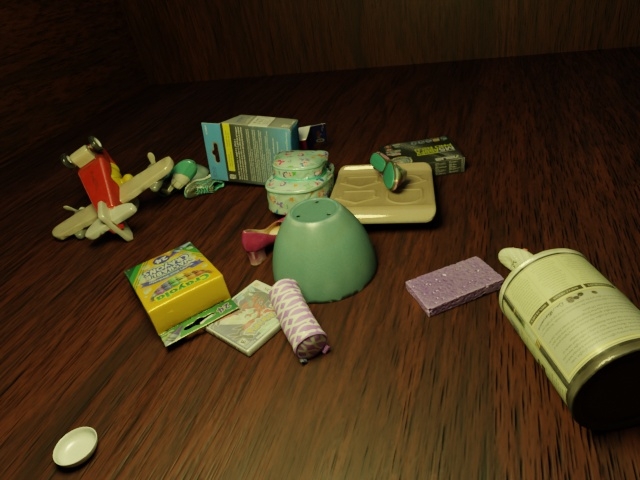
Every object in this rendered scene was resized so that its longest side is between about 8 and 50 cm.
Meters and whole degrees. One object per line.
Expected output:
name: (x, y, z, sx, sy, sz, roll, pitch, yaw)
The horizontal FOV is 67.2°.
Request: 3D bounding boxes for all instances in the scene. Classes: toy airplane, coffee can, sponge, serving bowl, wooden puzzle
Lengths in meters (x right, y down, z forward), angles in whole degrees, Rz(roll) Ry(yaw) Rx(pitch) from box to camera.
toy airplane: (-0.731, -0.150, 1.711, 0.386, 0.272, 0.384, 12, 76, 17)
coffee can: (0.485, 0.170, 0.889, 0.202, 0.201, 0.275, -11, 33, -1)
sponge: (0.328, 0.109, 1.184, 0.210, 0.031, 0.117, -19, 34, -12)
serving bowl: (-0.480, 0.413, 0.954, 0.083, 0.027, 0.083, -7, 34, 5)
wooden puzzle: (0.198, -0.140, 1.541, 0.322, 0.080, 0.348, -1, 33, 11)

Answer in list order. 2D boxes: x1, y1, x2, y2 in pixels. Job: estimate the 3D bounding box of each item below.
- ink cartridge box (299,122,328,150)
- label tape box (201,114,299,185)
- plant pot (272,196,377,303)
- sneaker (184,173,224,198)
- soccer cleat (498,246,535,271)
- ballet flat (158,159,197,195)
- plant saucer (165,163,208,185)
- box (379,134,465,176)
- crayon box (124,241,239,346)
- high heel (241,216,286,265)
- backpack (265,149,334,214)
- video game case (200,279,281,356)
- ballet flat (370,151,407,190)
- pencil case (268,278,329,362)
ink cartridge box: (-0.153, -0.380, 1.938, 0.371, 0.176, 0.069, -12, 77, 2)
label tape box: (-0.248, -0.334, 1.784, 0.334, 0.240, 0.106, 8, 38, 12)
plant pot: (0.000, 0.000, 1.291, 0.290, 0.195, 0.290, -7, 33, 5)
sneaker: (-0.443, -0.206, 1.853, 0.166, 0.065, 0.076, -34, 45, -28)
soccer cleat: (0.505, 0.076, 1.155, 0.076, 0.068, 0.196, -32, 41, -25)
ballet flat: (-0.548, -0.224, 1.835, 0.247, 0.083, 0.087, -21, 50, 44)
plant saucer: (-0.570, -0.284, 2.027, 0.195, 0.037, 0.195, -7, 34, 5)
box: (0.364, -0.300, 1.766, 0.270, 0.060, 0.216, -9, 33, 3)
crayon box: (-0.378, 0.127, 1.286, 0.203, 0.083, 0.323, -27, 32, -23)
high heel: (-0.155, -0.037, 1.461, 0.082, 0.117, 0.244, 13, 40, 32)
backpack: (-0.069, -0.190, 1.609, 0.225, 0.191, 0.253, 3, 37, 12)
video game case: (-0.170, 0.187, 1.213, 0.183, 0.023, 0.201, 19, 43, 37)
ballet flat: (0.226, -0.220, 1.529, 0.079, 0.076, 0.221, 11, 27, -21)
pencil case: (-0.051, 0.177, 1.118, 0.088, 0.086, 0.206, 13, 31, -37)
